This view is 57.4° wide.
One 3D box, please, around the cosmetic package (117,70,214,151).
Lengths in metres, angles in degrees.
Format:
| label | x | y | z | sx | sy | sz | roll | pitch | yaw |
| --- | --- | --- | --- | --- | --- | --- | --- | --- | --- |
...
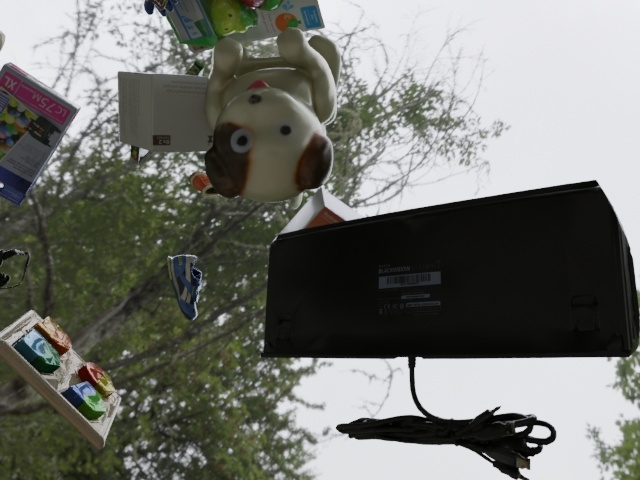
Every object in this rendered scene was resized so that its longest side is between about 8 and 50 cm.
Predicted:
| label | x | y | z | sx | sy | sz | roll | pitch | yaw |
| --- | --- | --- | --- | --- | --- | --- | --- | --- | --- |
| cosmetic package | -0.320 | -0.271 | 1.225 | 0.183 | 0.151 | 0.152 | 20 | -68 | 47 |

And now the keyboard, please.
| label | x | y | z | sx | sy | sz | roll | pitch | yaw |
| --- | --- | --- | --- | --- | --- | --- | --- | --- | --- |
| keyboard | 0.076 | 0.073 | 0.465 | 0.317 | 0.033 | 0.202 | -8 | -108 | 38 |

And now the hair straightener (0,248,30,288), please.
| label | x | y | z | sx | sy | sz | roll | pitch | yaw |
| --- | --- | --- | --- | --- | --- | --- | --- | --- | --- |
| hair straightener | -0.665 | 0.088 | 1.119 | 0.047 | 0.230 | 0.089 | 9 | -56 | 57 |

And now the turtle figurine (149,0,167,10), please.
| label | x | y | z | sx | sy | sz | roll | pitch | yaw |
| --- | --- | --- | --- | --- | --- | --- | --- | --- | --- |
| turtle figurine | -0.334 | -0.450 | 0.914 | 0.217 | 0.269 | 0.087 | 28 | -99 | -20 |

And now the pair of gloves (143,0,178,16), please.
| label | x | y | z | sx | sy | sz | roll | pitch | yaw |
| --- | --- | --- | --- | --- | --- | --- | --- | --- | --- |
| pair of gloves | -0.287 | -0.535 | 1.146 | 0.198 | 0.023 | 0.159 | -41 | -124 | 19 |

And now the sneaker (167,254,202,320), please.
| label | x | y | z | sx | sy | sz | roll | pitch | yaw |
| --- | --- | --- | --- | --- | --- | --- | --- | --- | --- |
| sneaker | -0.253 | 0.091 | 1.131 | 0.059 | 0.053 | 0.144 | -16 | -60 | -14 |

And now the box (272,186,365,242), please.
| label | x | y | z | sx | sy | sz | roll | pitch | yaw |
| --- | --- | --- | --- | --- | --- | --- | --- | --- | --- |
| box | 0.000 | 0.000 | 1.219 | 0.130 | 0.091 | 0.170 | 33 | -67 | -21 |

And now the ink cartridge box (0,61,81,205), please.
| label | x | y | z | sx | sy | sz | roll | pitch | yaw |
| --- | --- | --- | --- | --- | --- | --- | --- | --- | --- |
| ink cartridge box | -0.750 | -0.248 | 1.426 | 0.185 | 0.065 | 0.311 | 32 | -78 | -20 |

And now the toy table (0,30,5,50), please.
| label | x | y | z | sx | sy | sz | roll | pitch | yaw |
| --- | --- | --- | --- | --- | --- | --- | --- | --- | --- |
| toy table | -0.357 | -0.112 | 0.406 | 0.252 | 0.274 | 0.161 | 21 | -94 | 2 |

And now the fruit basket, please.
| label | x | y | z | sx | sy | sz | roll | pitch | yaw |
| --- | --- | --- | --- | --- | --- | --- | --- | --- | --- |
| fruit basket | -0.195 | -0.569 | 1.312 | 0.352 | 0.166 | 0.327 | -1 | -32 | 14 |

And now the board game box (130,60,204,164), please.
| label | x | y | z | sx | sy | sz | roll | pitch | yaw |
| --- | --- | --- | --- | --- | --- | --- | --- | --- | --- |
| board game box | -0.372 | -0.310 | 1.421 | 0.030 | 0.260 | 0.136 | 34 | -24 | -4 |

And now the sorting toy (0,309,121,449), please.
| label | x | y | z | sx | sy | sz | roll | pitch | yaw |
| --- | --- | --- | --- | --- | --- | --- | --- | --- | --- |
| sorting toy | -0.351 | 0.180 | 0.809 | 0.038 | 0.208 | 0.193 | -42 | -78 | -9 |

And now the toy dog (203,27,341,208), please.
| label | x | y | z | sx | sy | sz | roll | pitch | yaw |
| --- | --- | --- | --- | --- | --- | --- | --- | --- | --- |
| toy dog | -0.106 | -0.216 | 1.155 | 0.284 | 0.408 | 0.396 | 4 | -66 | -1 |

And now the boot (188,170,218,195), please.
| label | x | y | z | sx | sy | sz | roll | pitch | yaw |
| --- | --- | --- | --- | --- | --- | --- | --- | --- | --- |
| boot | -0.288 | -0.158 | 1.667 | 0.084 | 0.157 | 0.059 | 41 | -54 | 34 |
